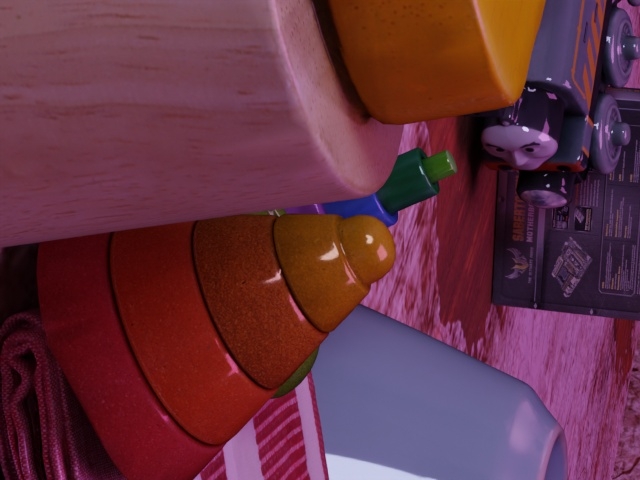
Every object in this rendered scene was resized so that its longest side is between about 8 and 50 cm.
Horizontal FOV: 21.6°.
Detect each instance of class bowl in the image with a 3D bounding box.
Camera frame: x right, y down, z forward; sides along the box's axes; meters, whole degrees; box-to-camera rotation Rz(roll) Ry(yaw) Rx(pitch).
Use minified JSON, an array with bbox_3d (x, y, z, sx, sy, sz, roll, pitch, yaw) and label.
[{"bbox_3d":[0.066,0.197,1.084,0.311,0.163,0.311,6,90,-74],"label":"bowl"}]

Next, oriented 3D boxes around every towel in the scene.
[{"bbox_3d":[-0.056,0.129,0.794,0.329,0.037,0.237,-20,102,-74],"label":"towel"}]

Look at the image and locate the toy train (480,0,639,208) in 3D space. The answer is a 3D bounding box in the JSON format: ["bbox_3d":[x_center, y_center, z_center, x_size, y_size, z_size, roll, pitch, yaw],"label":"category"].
[{"bbox_3d":[0.215,-0.203,1.551,0.190,0.142,0.334,40,58,-57],"label":"toy train"}]

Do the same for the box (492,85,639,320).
[{"bbox_3d":[0.271,-0.039,1.695,0.056,0.183,0.231,-40,133,-67],"label":"box"}]

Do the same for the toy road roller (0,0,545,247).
[{"bbox_3d":[-0.051,-0.171,0.490,0.329,0.202,0.240,-71,148,-54],"label":"toy road roller"}]

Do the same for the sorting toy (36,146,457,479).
[{"bbox_3d":[0.000,0.000,0.770,0.127,0.126,0.365,65,17,-4],"label":"sorting toy"}]

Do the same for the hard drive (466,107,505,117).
[{"bbox_3d":[0.042,-0.112,0.932,0.022,0.135,0.094,66,33,-55],"label":"hard drive"}]
